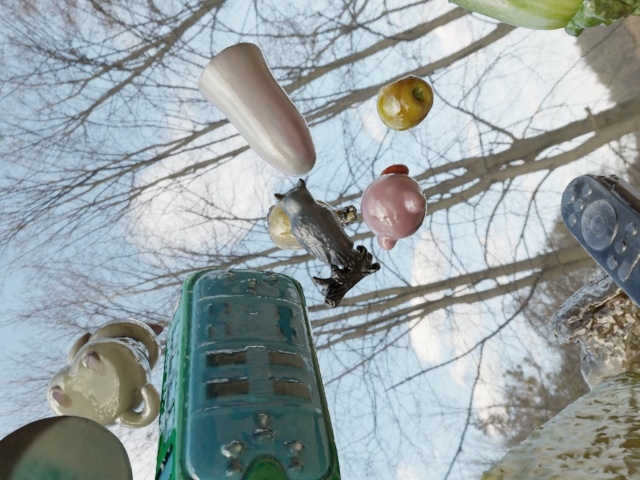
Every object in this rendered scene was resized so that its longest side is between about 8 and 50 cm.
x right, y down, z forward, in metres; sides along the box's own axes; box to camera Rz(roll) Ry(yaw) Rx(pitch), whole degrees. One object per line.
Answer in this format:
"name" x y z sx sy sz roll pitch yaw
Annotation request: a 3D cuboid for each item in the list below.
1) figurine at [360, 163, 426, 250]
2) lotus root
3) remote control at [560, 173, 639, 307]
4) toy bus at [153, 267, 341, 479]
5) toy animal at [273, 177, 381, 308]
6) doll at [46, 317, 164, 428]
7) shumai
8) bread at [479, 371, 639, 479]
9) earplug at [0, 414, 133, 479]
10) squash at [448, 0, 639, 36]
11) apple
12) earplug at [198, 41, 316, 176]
"figurine" 0.181 -0.081 1.204 0.173 0.173 0.173 26 -126 -44
"lotus root" -0.026 -0.058 1.582 0.183 0.309 0.183 -8 -90 -73
"remote control" 0.352 0.012 0.524 0.266 0.066 0.090 -98 8 -54
"toy bus" -0.086 0.189 0.553 0.183 0.200 0.344 5 -144 -17
"toy animal" -0.002 -0.003 0.813 0.210 0.121 0.117 52 176 -6
"doll" -0.508 0.312 1.196 0.226 0.370 0.215 33 -89 -21
"shumai" 0.485 0.138 0.754 0.183 0.218 0.185 -25 -116 -42
"bread" 0.316 0.229 0.376 0.361 0.244 0.233 -12 -95 -44
"earplug" -0.389 0.391 0.702 0.184 0.324 0.185 16 -130 -20
"squash" 0.168 -0.182 0.346 0.132 0.105 0.105 44 -146 14
"apple" 0.168 -0.267 0.959 0.114 0.102 0.099 -26 -79 -20
"earplug" -0.116 -0.266 1.084 0.301 0.172 0.172 53 -146 12
